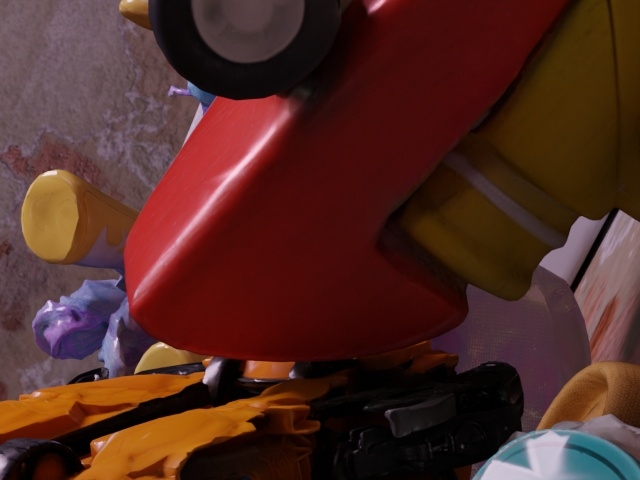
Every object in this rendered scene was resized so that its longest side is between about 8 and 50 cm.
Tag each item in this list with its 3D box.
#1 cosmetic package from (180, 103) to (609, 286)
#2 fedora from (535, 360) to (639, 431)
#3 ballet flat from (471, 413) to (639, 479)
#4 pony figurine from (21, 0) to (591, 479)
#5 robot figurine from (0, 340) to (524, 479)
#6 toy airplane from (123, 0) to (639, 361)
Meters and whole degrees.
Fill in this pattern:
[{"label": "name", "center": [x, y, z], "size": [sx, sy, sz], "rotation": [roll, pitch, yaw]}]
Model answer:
[{"label": "cosmetic package", "center": [0.128, -0.210, 1.339], "size": [0.327, 0.329, 0.394], "rotation": [-64, -2, -64]}, {"label": "fedora", "center": [0.125, 0.109, 0.676], "size": [0.194, 0.079, 0.194], "rotation": [24, -90, -90]}, {"label": "ballet flat", "center": [0.025, 0.247, 0.504], "size": [0.409, 0.147, 0.147], "rotation": [-54, -1, -7]}, {"label": "pony figurine", "center": [0.000, 0.000, 0.897], "size": [0.363, 0.303, 0.351], "rotation": [-9, -69, -60]}, {"label": "robot figurine", "center": [-0.055, 0.092, 0.583], "size": [0.291, 0.211, 0.085], "rotation": [-13, -81, -53]}, {"label": "toy airplane", "center": [0.146, -0.096, 0.597], "size": [0.384, 0.272, 0.386], "rotation": [-11, 32, 41]}]
